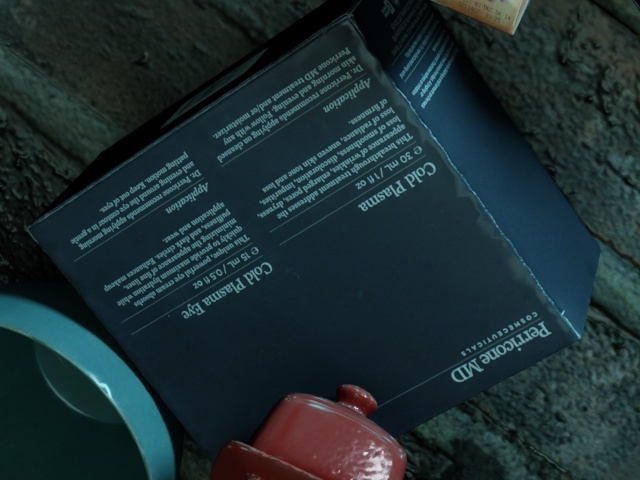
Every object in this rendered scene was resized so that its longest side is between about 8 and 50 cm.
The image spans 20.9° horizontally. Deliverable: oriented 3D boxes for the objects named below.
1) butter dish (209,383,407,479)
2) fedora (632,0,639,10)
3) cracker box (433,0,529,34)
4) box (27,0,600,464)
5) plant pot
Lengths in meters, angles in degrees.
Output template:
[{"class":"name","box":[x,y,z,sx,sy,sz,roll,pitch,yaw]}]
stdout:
[{"class":"butter dish","box":[0.008,0.168,1.355,0.160,0.118,0.160,25,159,0]},{"class":"fedora","box":[0.324,-0.271,1.221,0.334,0.152,0.334,6,106,23]},{"class":"cracker box","box":[0.099,-0.240,1.277,0.155,0.232,0.067,24,117,4]},{"class":"box","box":[0.000,0.000,1.439,0.343,0.179,0.312,-30,102,25]},{"class":"plant pot","box":[-0.237,0.151,1.551,0.290,0.195,0.290,10,119,18]}]
